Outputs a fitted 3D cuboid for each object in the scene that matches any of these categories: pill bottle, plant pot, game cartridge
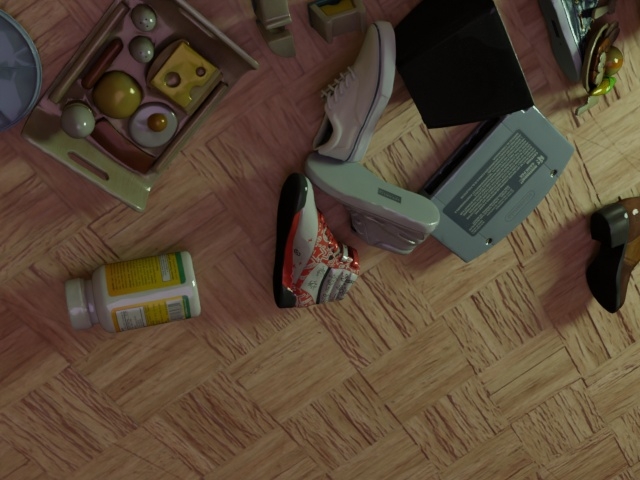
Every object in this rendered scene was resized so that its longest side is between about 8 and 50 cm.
[{"bbox_3d":[-0.315,0.091,1.265,0.209,0.117,0.117,-11,120,-12],"label":"pill bottle"},{"bbox_3d":[0.209,-0.289,1.198,0.167,0.188,0.187,-25,123,12],"label":"plant pot"},{"bbox_3d":[0.321,-0.107,1.398,0.198,0.062,0.297,35,103,-34],"label":"game cartridge"}]

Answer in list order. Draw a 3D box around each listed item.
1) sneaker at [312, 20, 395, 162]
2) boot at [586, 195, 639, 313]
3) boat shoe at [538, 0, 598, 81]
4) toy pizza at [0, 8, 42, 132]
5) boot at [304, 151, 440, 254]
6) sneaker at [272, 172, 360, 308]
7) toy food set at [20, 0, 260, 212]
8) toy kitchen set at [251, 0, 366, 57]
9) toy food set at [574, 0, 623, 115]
[{"bbox_3d":[0.050,-0.228,1.197,0.091,0.094,0.258,1,132,-18],"label":"sneaker"},{"bbox_3d":[0.696,0.002,1.575,0.281,0.096,0.264,-21,114,-15],"label":"boot"},{"bbox_3d":[0.441,-0.366,1.287,0.083,0.065,0.183,-32,123,-2],"label":"boat shoe"},{"bbox_3d":[-0.504,-0.246,1.073,0.201,0.032,0.201,-8,119,-14],"label":"toy pizza"},{"bbox_3d":[0.072,-0.053,1.326,0.258,0.095,0.123,26,136,-8],"label":"boot"},{"bbox_3d":[0.000,0.000,1.334,0.145,0.090,0.270,-3,122,-17],"label":"sneaker"},{"bbox_3d":[-0.267,-0.214,1.129,0.220,0.092,0.306,35,103,-30],"label":"toy food set"},{"bbox_3d":[-0.029,-0.401,1.111,0.166,0.122,0.207,-19,142,-7],"label":"toy kitchen set"},{"bbox_3d":[0.496,-0.316,1.311,0.132,0.039,0.192,-33,132,-45],"label":"toy food set"}]
